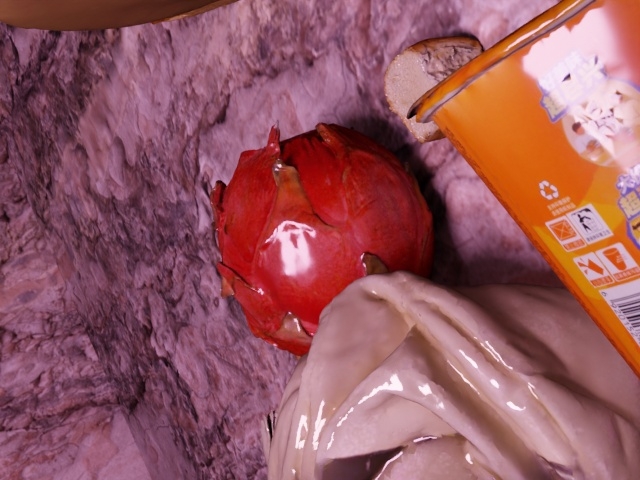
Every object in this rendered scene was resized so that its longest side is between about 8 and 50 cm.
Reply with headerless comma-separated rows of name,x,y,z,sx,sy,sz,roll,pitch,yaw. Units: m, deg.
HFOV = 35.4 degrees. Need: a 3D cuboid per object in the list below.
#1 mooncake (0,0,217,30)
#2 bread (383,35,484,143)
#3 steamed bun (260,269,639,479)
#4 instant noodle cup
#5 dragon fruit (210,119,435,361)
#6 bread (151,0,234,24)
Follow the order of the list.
mooncake,-0.073,-0.334,0.686,0.467,0.467,0.262,-17,92,62
bread,0.108,-0.138,0.898,0.077,0.070,0.083,59,150,14
steamed bun,0.107,0.212,0.866,0.346,0.237,0.394,41,129,-20
instant noodle cup,0.225,-0.058,0.557,0.214,0.296,0.296,58,152,-1
dragon fruit,0.006,0.006,1.024,0.241,0.240,0.252,0,84,60
bread,-0.139,-0.355,1.133,0.274,0.114,0.185,4,114,58
